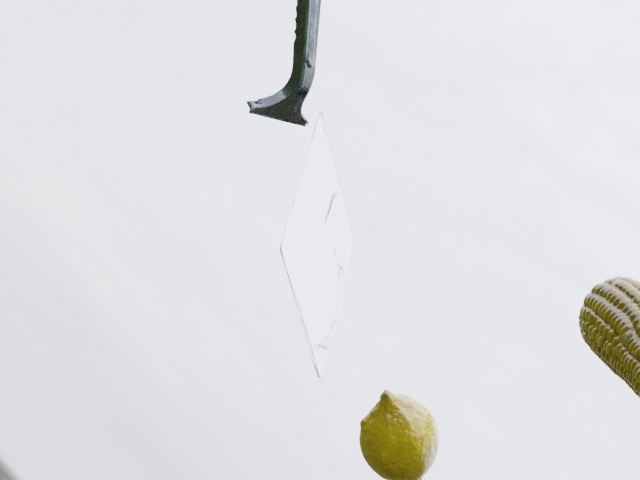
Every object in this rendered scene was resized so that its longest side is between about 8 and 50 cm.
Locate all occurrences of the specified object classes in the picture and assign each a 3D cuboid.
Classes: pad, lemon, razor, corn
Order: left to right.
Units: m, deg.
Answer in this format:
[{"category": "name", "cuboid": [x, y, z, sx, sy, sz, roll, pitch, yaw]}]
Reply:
[{"category": "razor", "cuboid": [-0.009, -0.183, 1.238, 0.033, 0.190, 0.066, 7, -2, 40]}, {"category": "pad", "cuboid": [0.000, 0.000, 1.510, 0.004, 0.232, 0.156, -6, -56, 15]}, {"category": "lemon", "cuboid": [0.064, 0.159, 1.336, 0.065, 0.065, 0.092, 20, -49, 51]}, {"category": "corn", "cuboid": [0.294, 0.100, 1.411, 0.080, 0.080, 0.231, 56, -1, -27]}]
